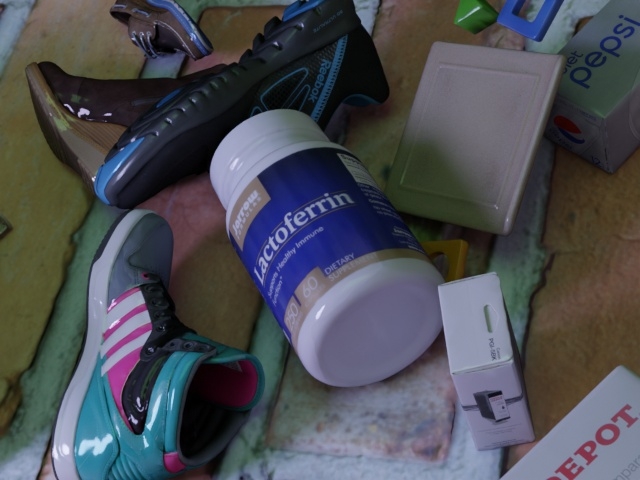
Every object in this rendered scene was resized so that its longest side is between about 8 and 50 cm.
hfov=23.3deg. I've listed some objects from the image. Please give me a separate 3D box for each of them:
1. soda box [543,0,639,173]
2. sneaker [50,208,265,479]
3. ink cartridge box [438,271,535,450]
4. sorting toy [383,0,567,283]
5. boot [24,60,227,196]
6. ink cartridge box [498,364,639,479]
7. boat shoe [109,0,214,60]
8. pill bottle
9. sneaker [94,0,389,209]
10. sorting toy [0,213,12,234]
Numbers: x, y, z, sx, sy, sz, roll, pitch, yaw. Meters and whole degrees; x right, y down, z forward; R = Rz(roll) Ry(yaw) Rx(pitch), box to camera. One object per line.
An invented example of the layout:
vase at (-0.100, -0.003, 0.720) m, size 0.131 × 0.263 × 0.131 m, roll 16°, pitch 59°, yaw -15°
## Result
soda box at (0.343, -0.205, 1.577) m, size 0.098 × 0.091 × 0.286 m, roll 34°, pitch 69°, yaw 34°
sneaker at (-0.136, 0.098, 1.466) m, size 0.178 × 0.124 × 0.296 m, roll -2°, pitch 61°, yaw 22°
ink cartridge box at (0.147, 0.108, 1.368) m, size 0.056 × 0.135 × 0.099 m, roll -12°, pitch 51°, yaw 9°
sorting toy at (0.154, -0.099, 1.526) m, size 0.196 × 0.047 × 0.348 m, roll 14°, pitch 84°, yaw 51°
boot at (-0.199, -0.149, 1.725) m, size 0.206 × 0.090 × 0.248 m, roll -25°, pitch 47°, yaw -19°
ink cartridge box at (0.275, 0.320, 1.149) m, size 0.279 × 0.160 × 0.384 m, roll -40°, pitch 53°, yaw -14°
boat shoe at (-0.185, -0.242, 1.789) m, size 0.066 × 0.066 × 0.183 m, roll -42°, pitch 40°, yaw -5°
pill bottle at (0.000, 0.000, 1.486) m, size 0.153 × 0.153 × 0.265 m, roll -29°, pitch 50°, yaw -6°
sneaker at (-0.074, -0.120, 1.594) m, size 0.340 × 0.140 × 0.125 m, roll -36°, pitch 17°, yaw -15°
sorting toy at (-0.386, -0.016, 1.664) m, size 0.045 × 0.075 × 0.083 m, roll 31°, pitch 67°, yaw 33°
